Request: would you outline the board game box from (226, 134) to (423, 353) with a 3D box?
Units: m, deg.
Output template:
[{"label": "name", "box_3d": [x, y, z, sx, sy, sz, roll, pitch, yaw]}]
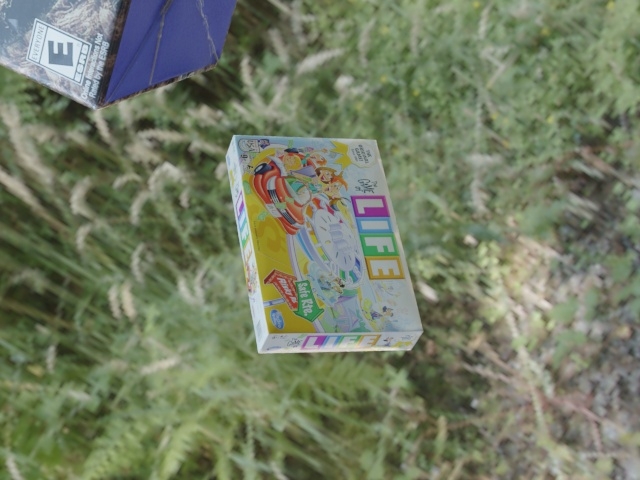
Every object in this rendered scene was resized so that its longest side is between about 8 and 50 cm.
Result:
[{"label": "board game box", "box_3d": [0.000, 0.000, 0.814, 0.026, 0.104, 0.154, 116, 148, -52]}]

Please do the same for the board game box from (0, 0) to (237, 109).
[{"label": "board game box", "box_3d": [-0.178, -0.243, 0.682, 0.141, 0.291, 0.232, -37, -30, -62]}]
